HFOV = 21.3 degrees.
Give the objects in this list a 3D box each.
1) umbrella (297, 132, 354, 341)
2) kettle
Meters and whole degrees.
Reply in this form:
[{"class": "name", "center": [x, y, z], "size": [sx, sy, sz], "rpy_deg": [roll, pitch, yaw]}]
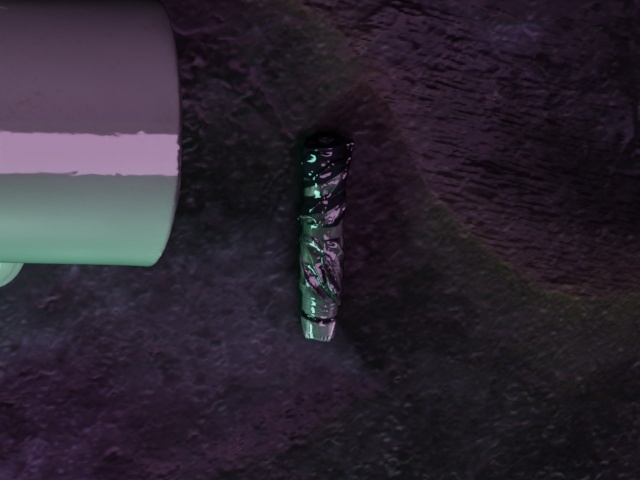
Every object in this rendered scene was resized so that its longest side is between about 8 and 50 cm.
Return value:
[{"class": "umbrella", "center": [0.000, 0.000, 1.467], "size": [0.046, 0.050, 0.188], "rpy_deg": [5, 114, 1]}, {"class": "kettle", "center": [-0.283, -0.075, 1.267], "size": [0.318, 0.265, 0.205], "rpy_deg": [-1, 82, -20]}]
